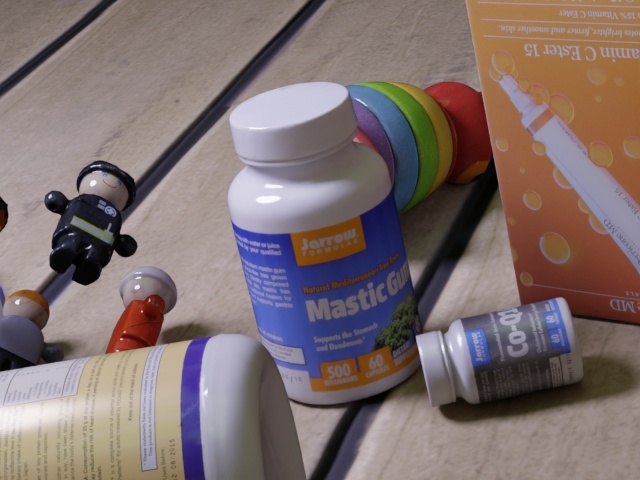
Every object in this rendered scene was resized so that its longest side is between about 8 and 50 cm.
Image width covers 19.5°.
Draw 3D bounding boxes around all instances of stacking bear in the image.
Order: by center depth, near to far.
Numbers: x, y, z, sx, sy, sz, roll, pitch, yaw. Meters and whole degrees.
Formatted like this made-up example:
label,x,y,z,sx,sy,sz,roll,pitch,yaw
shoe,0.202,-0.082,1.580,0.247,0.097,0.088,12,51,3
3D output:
label,x,y,z,sx,sy,sz,roll,pitch,yaw
stacking bear,0.083,-0.101,2.052,0.289,0.164,0.175,-19,-23,-44

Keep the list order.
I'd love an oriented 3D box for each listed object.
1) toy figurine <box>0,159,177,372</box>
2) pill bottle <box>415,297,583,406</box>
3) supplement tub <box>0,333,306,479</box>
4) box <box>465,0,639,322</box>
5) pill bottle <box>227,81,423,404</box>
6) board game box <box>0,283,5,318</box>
label,x,y,z,sx,sy,sz,roll,pitch,yaw
toy figurine,-0.262,0.038,1.841,0.210,0.213,0.148,-9,37,18
pill bottle,0.157,0.101,1.646,0.137,0.078,0.078,-13,23,1
supplement tub,-0.185,0.208,1.371,0.331,0.241,0.241,-9,23,7
box,0.288,-0.112,1.727,0.215,0.345,0.168,7,30,38
pill bottle,0.000,0.000,1.712,0.152,0.272,0.152,-11,23,5
board game box,-0.525,0.101,2.000,0.347,0.078,0.233,-20,24,-18
